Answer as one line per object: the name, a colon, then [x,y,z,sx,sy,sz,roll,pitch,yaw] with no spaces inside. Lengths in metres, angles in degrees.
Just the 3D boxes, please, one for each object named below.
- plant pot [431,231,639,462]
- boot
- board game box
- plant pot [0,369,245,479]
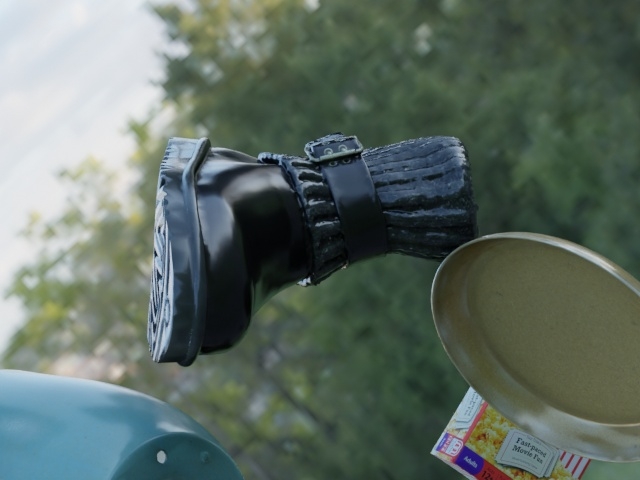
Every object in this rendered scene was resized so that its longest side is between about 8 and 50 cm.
plant pot: [0.198,0.081,1.448,0.032,0.236,0.236,-50,8,-35]
boot: [0.000,-0.004,1.428,0.348,0.260,0.131,-91,5,-67]
board game box: [0.216,0.166,1.788,0.193,0.146,0.045,-59,29,-9]
plant pot: [-0.196,0.253,1.524,0.235,0.293,0.293,-5,29,44]
